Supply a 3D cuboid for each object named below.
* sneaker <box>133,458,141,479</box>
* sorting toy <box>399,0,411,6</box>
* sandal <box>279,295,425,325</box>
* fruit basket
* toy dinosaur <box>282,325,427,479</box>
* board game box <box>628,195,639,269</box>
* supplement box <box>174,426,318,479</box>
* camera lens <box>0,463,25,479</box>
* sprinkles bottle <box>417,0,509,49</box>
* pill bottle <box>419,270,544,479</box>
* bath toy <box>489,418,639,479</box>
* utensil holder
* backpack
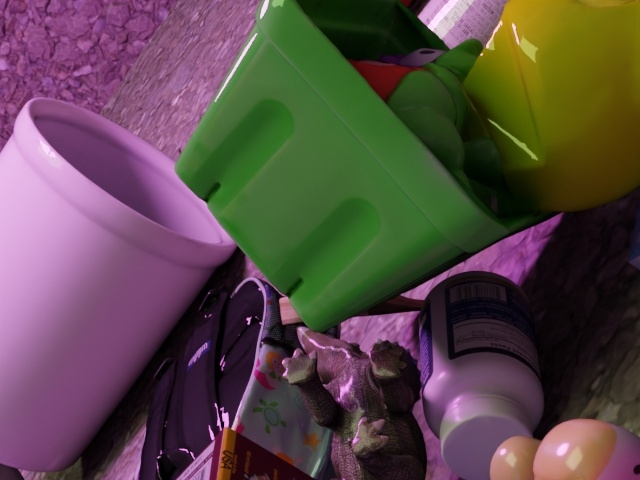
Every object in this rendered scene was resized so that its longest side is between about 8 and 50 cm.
[{"bbox_3d":[-0.154,0.270,1.620,0.098,0.083,0.224,-37,26,38],"label":"sneaker"},{"bbox_3d":[0.034,-0.296,2.163,0.255,0.089,0.257,-56,20,5],"label":"sorting toy"},{"bbox_3d":[0.037,0.029,1.477,0.088,0.240,0.079,-8,87,27],"label":"sandal"},{"bbox_3d":[0.122,-0.108,1.286,0.392,0.283,0.392,-40,-8,-7],"label":"fruit basket"},{"bbox_3d":[0.041,0.174,1.273,0.121,0.160,0.314,-18,55,14],"label":"toy dinosaur"},{"bbox_3d":[0.276,-0.030,1.266,0.090,0.020,0.090,-36,29,47],"label":"board game box"},{"bbox_3d":[-0.032,0.246,1.327,0.104,0.188,0.081,-46,21,28],"label":"supplement box"},{"bbox_3d":[-0.470,0.394,2.114,0.219,0.219,0.274,-55,20,7],"label":"camera lens"},{"bbox_3d":[0.167,-0.218,1.671,0.355,0.121,0.121,-50,21,21],"label":"sprinkles bottle"},{"bbox_3d":[0.126,0.108,1.304,0.094,0.094,0.169,-47,22,28],"label":"pill bottle"},{"bbox_3d":[0.207,0.185,0.962,0.348,0.129,0.151,-177,74,-70],"label":"bath toy"},{"bbox_3d":[-0.341,0.063,2.180,0.385,0.327,0.327,-56,19,14],"label":"utensil holder"},{"bbox_3d":[-0.063,0.187,1.489,0.225,0.191,0.253,-53,12,24],"label":"backpack"}]
